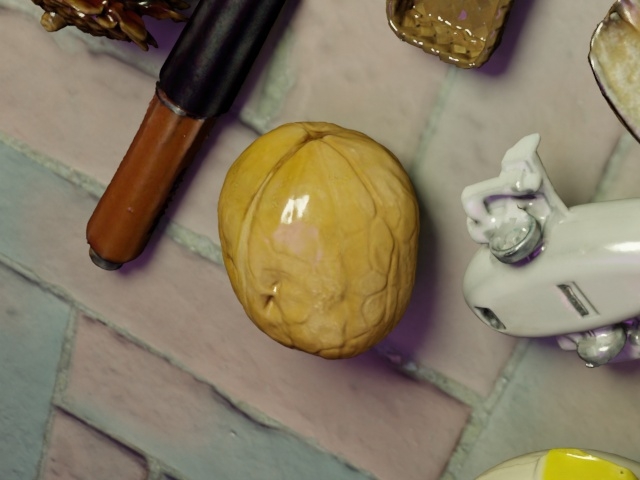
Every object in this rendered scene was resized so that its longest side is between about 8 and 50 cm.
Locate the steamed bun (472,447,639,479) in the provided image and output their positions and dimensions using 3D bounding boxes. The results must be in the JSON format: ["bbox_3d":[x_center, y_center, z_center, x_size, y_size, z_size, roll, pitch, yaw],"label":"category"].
[{"bbox_3d":[0.253,0.364,0.984,0.374,0.334,0.334,36,128,3],"label":"steamed bun"}]

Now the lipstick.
[{"bbox_3d":[-0.146,-0.113,1.102,0.077,0.077,0.418,40,130,5],"label":"lipstick"}]

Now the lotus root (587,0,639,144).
[{"bbox_3d":[0.341,-0.075,0.830,0.167,0.078,0.329,-43,92,1],"label":"lotus root"}]

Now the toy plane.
[{"bbox_3d":[0.229,0.014,0.927,0.252,0.118,0.252,12,137,12],"label":"toy plane"}]

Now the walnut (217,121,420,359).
[{"bbox_3d":[0.000,0.000,1.017,0.193,0.193,0.226,6,122,27],"label":"walnut"}]

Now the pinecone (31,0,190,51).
[{"bbox_3d":[-0.192,-0.269,0.980,0.207,0.208,0.208,14,121,23],"label":"pinecone"}]

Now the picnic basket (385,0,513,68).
[{"bbox_3d":[0.122,-0.240,0.888,0.110,0.055,0.193,30,125,20],"label":"picnic basket"}]
